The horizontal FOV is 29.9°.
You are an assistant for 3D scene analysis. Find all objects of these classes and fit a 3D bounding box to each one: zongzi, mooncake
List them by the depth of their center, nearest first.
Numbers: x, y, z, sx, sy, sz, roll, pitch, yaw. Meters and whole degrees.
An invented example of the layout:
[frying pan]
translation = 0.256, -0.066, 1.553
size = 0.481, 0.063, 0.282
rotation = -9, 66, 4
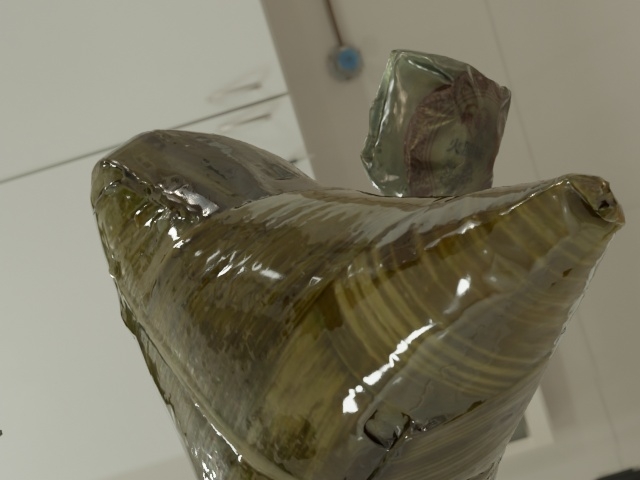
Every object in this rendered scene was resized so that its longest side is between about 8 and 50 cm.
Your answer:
[zongzi]
translation = 0.000, 0.000, 0.531
size = 0.286, 0.134, 0.288
rotation = 57, 145, 32
[mooncake]
translation = 0.101, -0.079, 0.969
size = 0.125, 0.073, 0.130
rotation = 17, -89, -46

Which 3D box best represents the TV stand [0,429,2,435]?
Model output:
[TV stand]
translation = -0.424, 0.113, 1.111
size = 0.269, 0.083, 0.088
rotation = 51, -144, -3
